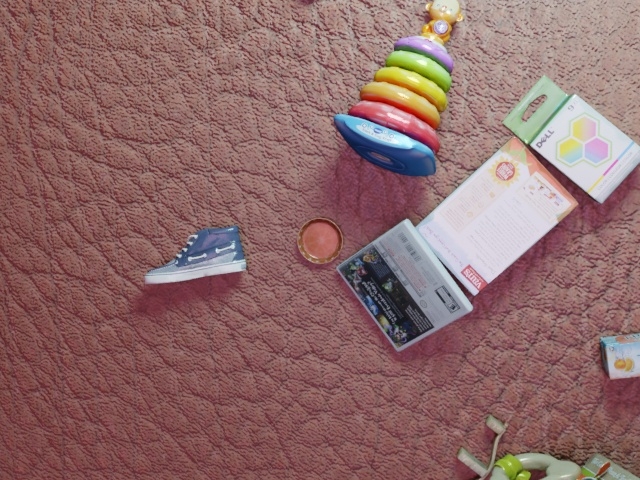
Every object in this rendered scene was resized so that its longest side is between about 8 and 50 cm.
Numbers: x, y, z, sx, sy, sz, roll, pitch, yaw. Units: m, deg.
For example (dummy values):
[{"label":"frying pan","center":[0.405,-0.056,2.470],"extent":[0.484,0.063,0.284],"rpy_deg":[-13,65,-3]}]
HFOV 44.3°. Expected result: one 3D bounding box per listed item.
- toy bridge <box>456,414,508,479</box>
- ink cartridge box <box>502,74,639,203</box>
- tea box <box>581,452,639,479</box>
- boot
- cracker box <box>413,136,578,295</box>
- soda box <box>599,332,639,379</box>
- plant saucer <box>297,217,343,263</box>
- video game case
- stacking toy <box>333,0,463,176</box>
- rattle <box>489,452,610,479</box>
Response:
[{"label":"toy bridge","center":[0.275,0.400,1.417],"extent":[0.063,0.026,0.188],"rpy_deg":[38,101,0]},{"label":"ink cartridge box","center":[0.417,-0.169,1.300],"extent":[0.209,0.062,0.109],"rpy_deg":[41,102,2]},{"label":"tea box","center":[0.498,0.593,1.277],"extent":[0.329,0.220,0.323],"rpy_deg":[45,88,1]},{"label":"boot","center":[-0.232,0.027,1.433],"extent":[0.189,0.069,0.086],"rpy_deg":[-10,89,2]},{"label":"cracker box","center":[0.293,-0.041,1.335],"extent":[0.232,0.067,0.156],"rpy_deg":[-43,88,11]},{"label":"soda box","center":[0.571,0.189,1.326],"extent":[0.183,0.058,0.063],"rpy_deg":[-8,96,9]},{"label":"plant saucer","center":[0.000,0.000,1.413],"extent":[0.083,0.013,0.084],"rpy_deg":[1,98,9]},{"label":"video game case","center":[0.143,0.081,1.366],"extent":[0.173,0.022,0.190],"rpy_deg":[-36,91,35]},{"label":"stacking toy","center":[0.160,-0.271,1.300],"extent":[0.175,0.166,0.302],"rpy_deg":[24,86,15]},{"label":"rattle","center":[0.396,0.441,1.340],"extent":[0.199,0.130,0.143],"rpy_deg":[-6,86,24]}]
